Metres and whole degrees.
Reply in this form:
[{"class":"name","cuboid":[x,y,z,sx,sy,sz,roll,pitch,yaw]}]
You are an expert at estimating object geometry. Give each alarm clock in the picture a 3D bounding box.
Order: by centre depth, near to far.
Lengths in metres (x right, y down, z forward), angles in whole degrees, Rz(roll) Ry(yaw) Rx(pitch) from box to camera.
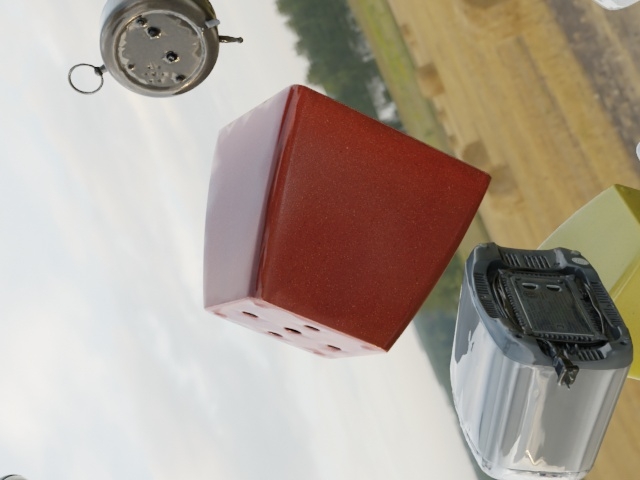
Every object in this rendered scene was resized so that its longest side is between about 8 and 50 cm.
[{"class":"alarm clock","cuboid":[-0.191,-0.209,1.314,0.129,0.192,0.064,54,-163,-36]}]

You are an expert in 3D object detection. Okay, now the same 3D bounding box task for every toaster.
[{"class":"toaster","cuboid":[0.188,0.110,1.056,0.227,0.129,0.146,-102,17,-61]}]

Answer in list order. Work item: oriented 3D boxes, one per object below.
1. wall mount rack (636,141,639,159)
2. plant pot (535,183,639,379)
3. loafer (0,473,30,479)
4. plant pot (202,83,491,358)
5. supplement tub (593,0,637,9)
[{"class":"wall mount rack","cuboid":[0.455,-0.048,1.126,0.130,0.304,0.350,47,-144,-34]},{"class":"plant pot","cuboid":[0.431,0.049,1.629,0.212,0.212,0.187,-106,36,-53]},{"class":"loafer","cuboid":[-0.432,0.418,1.582,0.094,0.087,0.251,26,-122,-22]},{"class":"plant pot","cuboid":[0.000,0.000,1.436,0.267,0.267,0.235,-18,51,65]},{"class":"supplement tub","cuboid":[0.108,-0.313,0.736,0.325,0.235,0.235,32,-167,-11]}]
